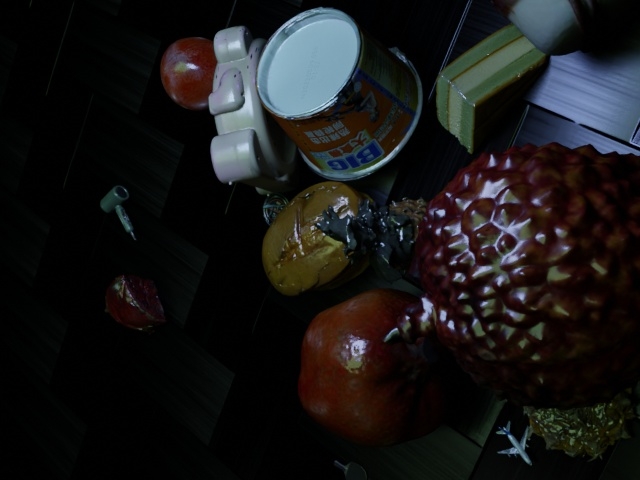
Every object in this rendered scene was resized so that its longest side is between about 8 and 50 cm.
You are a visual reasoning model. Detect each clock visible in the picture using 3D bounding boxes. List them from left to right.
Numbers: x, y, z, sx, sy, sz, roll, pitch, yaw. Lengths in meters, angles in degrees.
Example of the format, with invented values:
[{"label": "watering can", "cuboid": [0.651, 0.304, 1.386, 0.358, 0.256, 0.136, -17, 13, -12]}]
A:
[{"label": "clock", "cuboid": [-0.132, -0.255, 1.800, 0.114, 0.284, 0.309, -9, 83, 18]}]

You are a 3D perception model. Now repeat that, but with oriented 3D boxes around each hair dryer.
[{"label": "hair dryer", "cuboid": [-0.500, -0.061, 2.268, 0.071, 0.047, 0.150, -39, 76, 33]}]

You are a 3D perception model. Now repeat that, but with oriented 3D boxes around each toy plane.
[{"label": "toy plane", "cuboid": [0.347, 0.362, 1.577, 0.078, 0.024, 0.084, -48, 67, 21]}]

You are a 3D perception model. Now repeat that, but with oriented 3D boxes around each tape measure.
[{"label": "tape measure", "cuboid": [-0.079, -0.063, 1.916, 0.094, 0.054, 0.091, 36, 109, 27]}]

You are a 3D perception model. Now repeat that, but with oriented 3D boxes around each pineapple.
[{"label": "pineapple", "cuboid": [0.123, -0.004, 1.590, 0.141, 0.310, 0.170, -39, 65, 33]}, {"label": "pineapple", "cuboid": [0.419, 0.266, 1.494, 0.225, 0.076, 0.224, -4, 83, 38]}]

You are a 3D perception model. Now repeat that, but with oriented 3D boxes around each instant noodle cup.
[{"label": "instant noodle cup", "cuboid": [0.023, -0.285, 1.693, 0.296, 0.214, 0.296, -12, 66, 27]}]

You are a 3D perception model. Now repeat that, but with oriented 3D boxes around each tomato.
[{"label": "tomato", "cuboid": [-0.286, -0.386, 2.037, 0.167, 0.167, 0.167, -2, 87, 38]}]

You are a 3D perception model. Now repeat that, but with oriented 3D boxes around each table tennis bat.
[{"label": "table tennis bat", "cuboid": [0.061, 0.471, 1.811, 0.083, 0.007, 0.050, 23, 103, 35]}]

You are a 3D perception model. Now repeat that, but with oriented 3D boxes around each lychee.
[{"label": "lychee", "cuboid": [0.323, 0.052, 1.333, 0.424, 0.500, 0.424, 160, 90, -78]}]

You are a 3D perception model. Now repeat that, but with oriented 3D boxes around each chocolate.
[{"label": "chocolate", "cuboid": [0.414, -0.412, 1.410, 0.283, 0.284, 0.186, -42, 65, 29]}]

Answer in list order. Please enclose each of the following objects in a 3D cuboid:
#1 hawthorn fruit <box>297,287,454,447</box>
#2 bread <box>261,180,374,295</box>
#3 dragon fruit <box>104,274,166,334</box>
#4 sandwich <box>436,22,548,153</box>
[{"label": "hawthorn fruit", "cuboid": [0.095, 0.242, 1.633, 0.311, 0.295, 0.295, -39, 65, 32]}, {"label": "bread", "cuboid": [0.000, 0.000, 1.797, 0.270, 0.143, 0.195, -37, 64, 32]}, {"label": "dragon fruit", "cuboid": [-0.470, 0.170, 2.178, 0.161, 0.127, 0.120, -36, 59, 31]}, {"label": "sandwich", "cuboid": [0.315, -0.280, 1.639, 0.187, 0.144, 0.117, -34, 62, -7]}]
